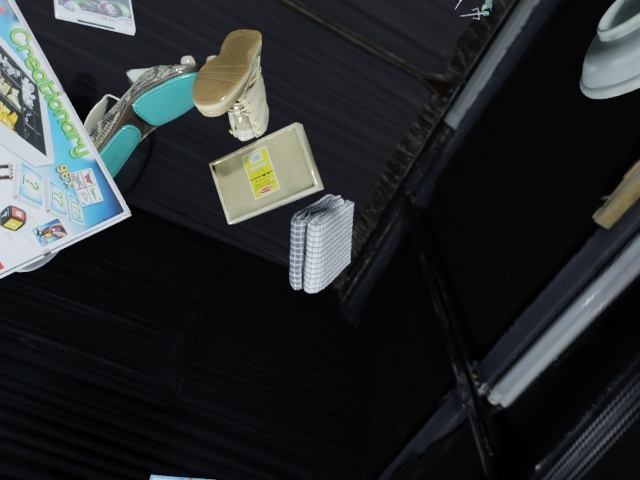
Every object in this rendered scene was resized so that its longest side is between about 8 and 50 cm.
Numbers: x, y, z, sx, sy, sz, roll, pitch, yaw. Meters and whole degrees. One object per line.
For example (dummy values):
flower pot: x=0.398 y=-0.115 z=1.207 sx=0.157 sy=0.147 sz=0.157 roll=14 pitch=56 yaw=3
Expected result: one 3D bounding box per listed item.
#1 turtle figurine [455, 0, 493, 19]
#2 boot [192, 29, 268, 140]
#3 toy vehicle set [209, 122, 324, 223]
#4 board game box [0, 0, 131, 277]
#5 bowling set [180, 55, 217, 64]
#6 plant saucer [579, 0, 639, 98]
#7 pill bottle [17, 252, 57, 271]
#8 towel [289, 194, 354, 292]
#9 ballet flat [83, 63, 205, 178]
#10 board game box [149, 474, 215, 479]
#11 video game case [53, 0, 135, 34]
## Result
turtle figurine: x=0.503 y=-0.788 z=1.485 sx=0.234 sy=0.175 sz=0.118 roll=-6 pitch=-96 yaw=49
boot: x=-0.172 y=-0.280 z=0.986 sx=0.204 sy=0.095 sz=0.262 roll=89 pitch=10 yaw=-49
toy vehicle set: x=-0.138 y=-0.160 z=1.184 sx=0.266 sy=0.166 sz=0.035 roll=-19 pitch=177 yaw=23
board game box: x=-0.367 y=-0.121 z=0.512 sx=0.192 sy=0.306 sz=0.053 roll=-29 pitch=-161 yaw=-21
bowling set: x=-0.439 y=-0.622 z=1.868 sx=0.199 sy=0.286 sz=0.154 roll=8 pitch=-69 yaw=50
plant saucer: x=0.689 y=-0.472 z=0.973 sx=0.400 sy=0.100 sz=0.400 roll=-47 pitch=-170 yaw=11
pill bottle: x=-0.527 y=-0.052 z=0.763 sx=0.124 sy=0.221 sz=0.124 roll=-58 pitch=169 yaw=-19
towel: x=0.000 y=0.000 z=1.491 sx=0.283 sy=0.121 sz=0.235 roll=-40 pitch=137 yaw=-57
ballet flat: x=-0.522 y=-0.354 z=1.323 sx=0.482 sy=0.182 sz=0.164 roll=-43 pitch=162 yaw=1
board game box: x=-0.219 y=0.432 z=0.712 sx=0.154 sy=0.103 sz=0.026 roll=-91 pitch=-168 yaw=-55
video game case: x=-0.547 y=-0.591 z=1.158 sx=0.022 sy=0.173 sz=0.191 roll=-39 pitch=-120 yaw=48
